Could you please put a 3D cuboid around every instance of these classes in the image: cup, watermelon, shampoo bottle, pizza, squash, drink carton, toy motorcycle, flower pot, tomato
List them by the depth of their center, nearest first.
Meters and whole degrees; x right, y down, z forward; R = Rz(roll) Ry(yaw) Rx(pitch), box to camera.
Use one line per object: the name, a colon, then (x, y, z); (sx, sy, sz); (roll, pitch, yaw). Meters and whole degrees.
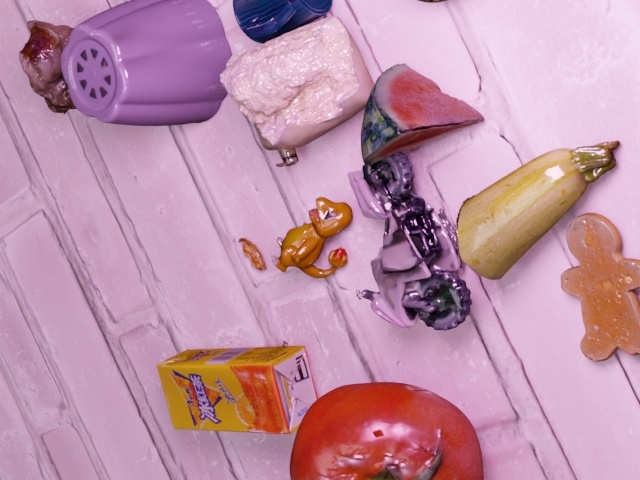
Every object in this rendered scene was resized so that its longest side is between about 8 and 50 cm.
squash: (0.321, -0.077, 1.653); (0.137, 0.137, 0.287); (51, 125, 14)
watermelon: (0.141, -0.208, 1.708); (0.202, 0.207, 0.136); (-24, 100, 2)
toy motorcycle: (0.129, 0.012, 1.830); (0.188, 0.143, 0.326); (-32, 77, 43)
cup: (-0.063, -0.396, 1.846); (0.138, 0.113, 0.150); (-16, 63, 41)
tomato: (0.119, 0.387, 1.894); (0.342, 0.273, 0.341); (4, 113, 9)
shampoo bottle: (-0.079, -0.212, 1.963); (0.079, 0.079, 0.162); (-19, 94, 43)
flower pot: (-0.341, -0.329, 2.037); (0.265, 0.243, 0.265); (18, 117, 38)
pizza: (-0.133, 0.027, 2.142); (0.083, 0.016, 0.037); (51, 130, 9)
drink carton: (-0.173, 0.305, 2.213); (0.351, 0.111, 0.154); (-7, 101, 42)

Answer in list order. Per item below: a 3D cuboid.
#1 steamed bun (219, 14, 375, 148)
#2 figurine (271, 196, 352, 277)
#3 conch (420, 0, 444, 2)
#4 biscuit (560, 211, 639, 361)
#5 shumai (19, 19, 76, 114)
steamed bun: (-0.026, -0.258, 1.804); (0.226, 0.170, 0.200); (-28, 127, 29)
figurine: (0.004, 0.001, 1.977); (0.122, 0.121, 0.176); (37, 121, -11)
conch: (0.171, -0.451, 1.631); (0.181, 0.124, 0.187); (44, 121, 15)
biscuit: (0.438, 0.069, 1.656); (0.153, 0.030, 0.234); (-14, 96, 44)
shumai: (-0.529, -0.376, 2.208); (0.185, 0.183, 0.218); (39, 159, -23)
